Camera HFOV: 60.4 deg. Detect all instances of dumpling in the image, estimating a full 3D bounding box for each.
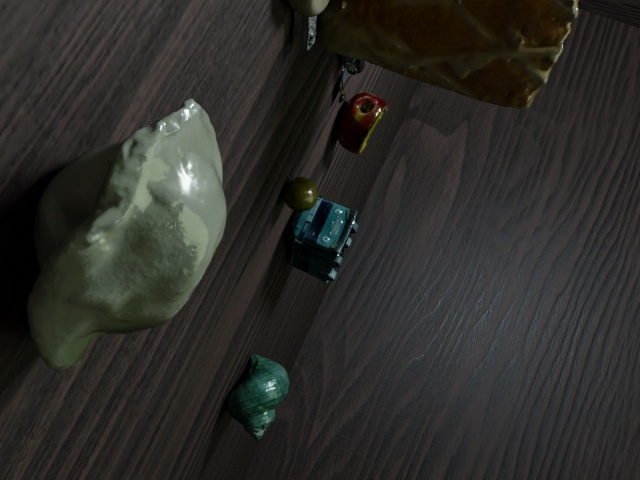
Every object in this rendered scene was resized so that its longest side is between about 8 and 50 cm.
[{"bbox_3d":[-0.153,0.001,0.435,0.250,0.132,0.162,-55,-173,27],"label":"dumpling"}]

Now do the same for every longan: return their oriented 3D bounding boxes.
[{"bbox_3d":[-0.043,-0.099,1.111,0.083,0.075,0.075,59,37,-24],"label":"longan"}]

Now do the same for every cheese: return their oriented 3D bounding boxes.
[{"bbox_3d":[-0.010,-0.336,0.738,0.092,0.047,0.171,-63,171,-11],"label":"cheese"}]

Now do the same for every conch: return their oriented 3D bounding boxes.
[{"bbox_3d":[-0.159,0.403,1.425,0.196,0.134,0.202,93,20,-63],"label":"conch"}]

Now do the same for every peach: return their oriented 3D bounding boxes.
[{"bbox_3d":[0.091,-0.292,1.367,0.127,0.092,0.172,-57,179,-30],"label":"peach"}]

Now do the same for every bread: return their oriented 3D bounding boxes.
[{"bbox_3d":[0.230,-0.451,0.885,0.279,0.389,0.371,-70,176,-64],"label":"bread"}]

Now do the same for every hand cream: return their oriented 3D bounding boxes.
[{"bbox_3d":[0.075,-0.383,1.227,0.163,0.039,0.062,-58,171,-22],"label":"hand cream"}]

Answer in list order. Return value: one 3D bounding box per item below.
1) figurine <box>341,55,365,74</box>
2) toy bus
[{"bbox_3d":[0.062,-0.379,1.120,0.106,0.047,0.060,16,54,-76],"label":"figurine"},{"bbox_3d":[0.000,0.000,1.346,0.256,0.147,0.128,104,9,-70],"label":"toy bus"}]
